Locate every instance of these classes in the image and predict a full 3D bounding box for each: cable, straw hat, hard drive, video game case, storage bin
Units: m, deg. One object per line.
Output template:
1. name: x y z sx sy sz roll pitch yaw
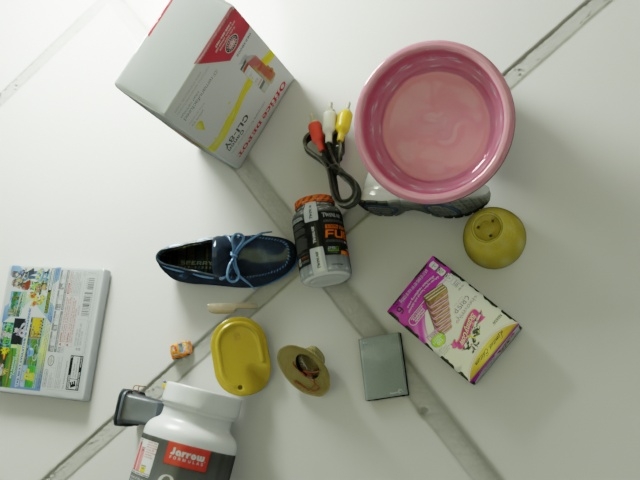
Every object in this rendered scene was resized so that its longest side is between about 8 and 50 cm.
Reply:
1. cable: 0.018 -0.191 1.960 0.139 0.072 0.287 -18 51 19
2. straw hat: -0.022 0.267 1.885 0.144 0.145 0.061 18 42 24
3. hard drive: 0.135 0.272 1.850 0.094 0.022 0.135 -12 72 18
4. video game case: -0.686 0.228 2.174 0.299 0.036 0.329 2 77 21
5. storage bin: -0.400 0.385 1.974 0.091 0.135 0.098 8 79 11

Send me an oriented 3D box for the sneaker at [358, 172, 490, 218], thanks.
1. sneaker: 0.224 -0.122 1.878 0.297 0.111 0.129 5 73 22

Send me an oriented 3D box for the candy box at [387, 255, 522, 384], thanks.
1. candy box: 0.278 0.165 1.796 0.233 0.071 0.159 39 91 25

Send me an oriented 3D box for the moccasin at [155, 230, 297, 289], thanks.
1. moccasin: -0.224 0.053 1.995 0.341 0.117 0.138 -10 73 19

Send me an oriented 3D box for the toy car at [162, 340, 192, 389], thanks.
1. toy car: -0.337 0.293 2.017 0.060 0.040 0.122 -1 75 21

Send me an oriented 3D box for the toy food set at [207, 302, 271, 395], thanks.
1. toy food set: -0.183 0.249 1.962 0.128 0.071 0.218 -8 74 -6

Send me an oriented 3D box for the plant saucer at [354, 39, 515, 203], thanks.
1. plant saucer: 0.236 -0.240 1.776 0.332 0.084 0.332 0 90 20

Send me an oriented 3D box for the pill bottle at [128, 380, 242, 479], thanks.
1. pill bottle: -0.299 0.500 1.851 0.210 0.210 0.363 9 77 23

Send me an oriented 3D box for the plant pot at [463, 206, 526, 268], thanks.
1. plant pot: 0.355 -0.015 1.801 0.134 0.095 0.134 -6 74 20

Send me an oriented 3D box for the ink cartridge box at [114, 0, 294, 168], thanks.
1. ink cartridge box: -0.247 -0.364 1.971 0.160 0.384 0.279 31 88 22

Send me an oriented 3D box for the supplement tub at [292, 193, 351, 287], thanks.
1. supplement tub: 0.000 0.000 1.923 0.117 0.117 0.191 -15 72 17
